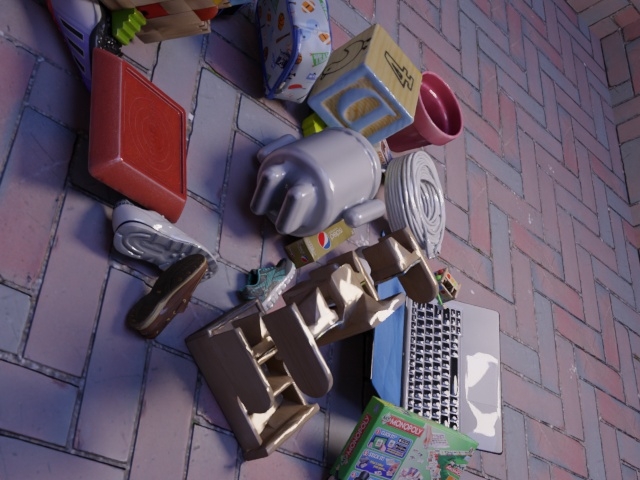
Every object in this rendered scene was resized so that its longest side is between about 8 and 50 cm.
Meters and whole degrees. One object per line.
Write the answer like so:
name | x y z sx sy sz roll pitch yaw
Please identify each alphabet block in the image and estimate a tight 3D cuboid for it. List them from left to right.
alphabet block | 0.111 -0.365 1.935 0.193 0.192 0.197 46 37 -27

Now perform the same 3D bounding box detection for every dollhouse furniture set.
dollhouse furniture set | -0.014 0.204 1.399 0.362 0.394 0.256 -32 96 -50

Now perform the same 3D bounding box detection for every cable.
cable | 0.248 -0.101 2.073 0.257 0.089 0.257 66 31 -25

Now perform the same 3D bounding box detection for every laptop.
laptop | 0.277 0.237 1.831 0.408 0.236 0.382 15 56 -10

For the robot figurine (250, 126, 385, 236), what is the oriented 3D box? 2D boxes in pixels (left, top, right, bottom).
robot figurine | 0.000 -0.133 1.751 0.300 0.199 0.353 41 38 16

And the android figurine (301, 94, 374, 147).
android figurine | 0.048 -0.266 2.004 0.248 0.056 0.273 58 37 -9

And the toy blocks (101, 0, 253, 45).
toy blocks | -0.267 -0.487 1.471 0.381 0.261 0.190 38 46 -73

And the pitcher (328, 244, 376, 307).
pitcher | 0.084 0.116 1.793 0.207 0.125 0.177 -28 99 -64

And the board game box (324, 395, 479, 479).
board game box | 0.172 0.465 1.656 0.317 0.046 0.213 30 89 -37

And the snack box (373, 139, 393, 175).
snack box | 0.171 -0.209 2.079 0.178 0.022 0.064 59 29 -53

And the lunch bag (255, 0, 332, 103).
lunch bag | -0.073 -0.473 1.840 0.115 0.243 0.303 4 66 -24

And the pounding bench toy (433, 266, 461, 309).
pounding bench toy | 0.275 0.112 1.840 0.065 0.052 0.083 50 41 -17

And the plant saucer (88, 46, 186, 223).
plant saucer | -0.321 -0.193 1.472 0.259 0.048 0.258 36 44 -58

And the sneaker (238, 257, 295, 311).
sneaker | -0.109 0.078 1.631 0.076 0.065 0.166 48 39 -14

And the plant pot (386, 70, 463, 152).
plant pot | 0.258 -0.333 2.177 0.201 0.180 0.201 25 53 -39

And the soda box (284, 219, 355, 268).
soda box | 0.000 0.000 1.796 0.181 0.061 0.058 -32 96 -52

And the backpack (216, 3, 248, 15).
backpack | -0.224 -0.615 1.808 0.173 0.158 0.117 54 30 5

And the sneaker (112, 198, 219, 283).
sneaker | -0.278 0.001 1.464 0.235 0.090 0.095 36 20 -42

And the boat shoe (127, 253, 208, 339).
boat shoe | -0.262 0.098 1.414 0.178 0.064 0.060 -49 134 -21

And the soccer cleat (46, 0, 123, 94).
soccer cleat | -0.449 -0.415 1.492 0.108 0.116 0.318 -28 110 -79
